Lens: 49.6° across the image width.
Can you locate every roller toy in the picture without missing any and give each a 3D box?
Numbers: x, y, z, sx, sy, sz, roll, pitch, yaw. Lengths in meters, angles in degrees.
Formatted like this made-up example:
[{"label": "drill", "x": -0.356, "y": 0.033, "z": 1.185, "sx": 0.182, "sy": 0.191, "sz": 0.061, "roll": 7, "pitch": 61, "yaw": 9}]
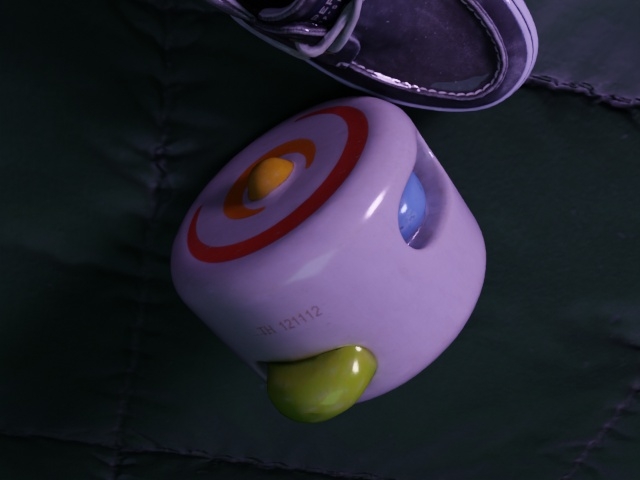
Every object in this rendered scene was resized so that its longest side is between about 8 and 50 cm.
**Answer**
[{"label": "roller toy", "x": 0.000, "y": 0.000, "z": 0.479, "sx": 0.191, "sy": 0.209, "sz": 0.146, "roll": -43, "pitch": 120, "yaw": -6}]

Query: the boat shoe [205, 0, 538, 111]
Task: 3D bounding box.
[{"label": "boat shoe", "x": -0.010, "y": -0.157, "z": 0.410, "sx": 0.335, "sy": 0.119, "sz": 0.121, "roll": 23, "pitch": 122, "yaw": -16}]
